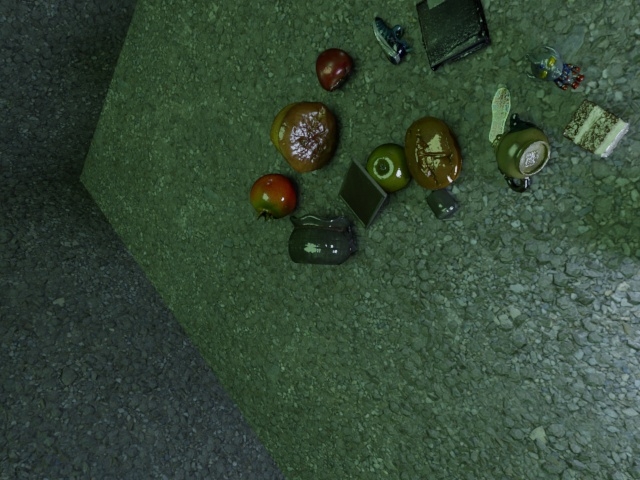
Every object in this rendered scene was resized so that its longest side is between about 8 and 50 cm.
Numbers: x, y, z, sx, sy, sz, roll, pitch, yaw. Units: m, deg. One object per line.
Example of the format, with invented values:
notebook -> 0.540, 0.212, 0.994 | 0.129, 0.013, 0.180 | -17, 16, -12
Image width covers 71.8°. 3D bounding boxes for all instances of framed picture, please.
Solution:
framed picture -> 0.167, -0.189, 1.848 | 0.213, 0.016, 0.289 | 52, 157, 15

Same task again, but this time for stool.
stool -> 0.466, -0.141, 1.696 | 0.096, 0.096, 0.110 | -45, 70, 33

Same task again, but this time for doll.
doll -> 0.747, -0.552, 1.426 | 0.194, 0.062, 0.104 | 37, 157, 15

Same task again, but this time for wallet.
wallet -> 0.469, -0.774, 1.578 | 0.220, 0.071, 0.263 | -16, 88, 41

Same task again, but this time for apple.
apple -> 0.270, -0.289, 1.764 | 0.196, 0.156, 0.197 | 4, 100, 26

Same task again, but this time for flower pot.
flower pot -> 0.000, 0.000, 1.957 | 0.301, 0.301, 0.214 | 1, 88, 35

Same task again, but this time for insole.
insole -> 0.633, -0.441, 1.564 | 0.065, 0.006, 0.194 | 15, 108, 32

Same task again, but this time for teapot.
teapot -> 0.663, -0.295, 1.498 | 0.183, 0.172, 0.270 | -123, 17, -54

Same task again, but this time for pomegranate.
pomegranate -> -0.231, -0.193, 2.084 | 0.220, 0.221, 0.257 | -4, 54, 36

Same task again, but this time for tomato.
tomato -> 0.049, -0.714, 1.826 | 0.167, 0.167, 0.168 | 8, 105, 34

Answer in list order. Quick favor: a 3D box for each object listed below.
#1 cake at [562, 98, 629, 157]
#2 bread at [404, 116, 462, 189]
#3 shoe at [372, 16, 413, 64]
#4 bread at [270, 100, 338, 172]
cake -> 0.847, -0.342, 1.353 | 0.147, 0.135, 0.135 | 37, 120, 29
bread -> 0.422, -0.325, 1.657 | 0.195, 0.142, 0.270 | -12, 91, 36
shoe -> 0.272, -0.783, 1.706 | 0.106, 0.091, 0.207 | -35, 74, 13
bread -> -0.068, -0.451, 1.889 | 0.172, 0.311, 0.313 | 32, 118, 46
